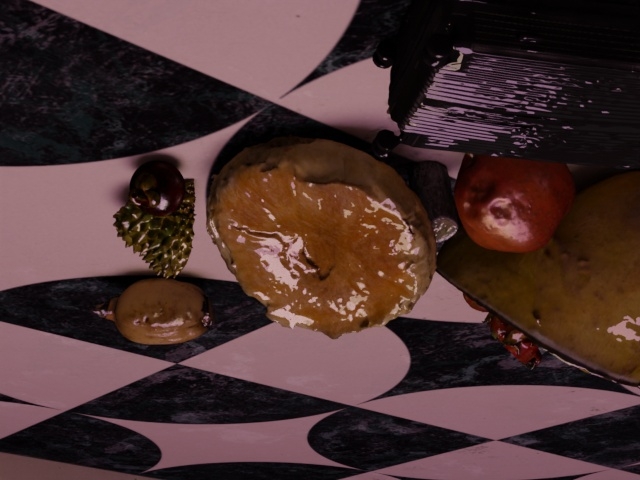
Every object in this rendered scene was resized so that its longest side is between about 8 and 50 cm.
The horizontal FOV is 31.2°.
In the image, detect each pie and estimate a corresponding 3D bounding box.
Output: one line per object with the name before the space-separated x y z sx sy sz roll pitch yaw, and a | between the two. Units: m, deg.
pie | 0.000 0.000 1.594 0.340 0.083 0.339 10 127 14

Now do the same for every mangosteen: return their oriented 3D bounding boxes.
mangosteen | -0.229 -0.070 1.611 0.081 0.081 0.081 1 156 0

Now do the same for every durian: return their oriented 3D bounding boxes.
durian | -0.257 -0.007 1.709 0.108 0.119 0.187 6 157 -22

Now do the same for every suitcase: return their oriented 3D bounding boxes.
suitcase | 0.243 -0.188 1.250 0.335 0.152 0.229 5 157 -11

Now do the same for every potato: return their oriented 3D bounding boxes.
potato | 0.398 0.010 1.662 0.290 0.397 0.296 15 108 -43

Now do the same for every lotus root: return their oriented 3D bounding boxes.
lotus root | -0.294 0.123 2.008 0.221 0.118 0.125 2 124 3

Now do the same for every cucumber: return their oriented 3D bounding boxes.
cucumber | 0.156 -0.053 1.610 0.064 0.111 0.064 -4 151 -2

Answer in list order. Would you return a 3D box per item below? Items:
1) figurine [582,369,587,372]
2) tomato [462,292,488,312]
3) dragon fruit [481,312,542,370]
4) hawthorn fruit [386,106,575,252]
figurine | 0.478 0.098 1.883 0.192 0.167 0.256 23 127 -17
tomato | 0.282 0.078 1.936 0.087 0.075 0.087 8 115 17
dragon fruit | 0.364 0.163 2.079 0.138 0.142 0.175 38 126 -1
hawthorn fruit | 0.212 -0.105 1.512 0.165 0.165 0.285 -23 123 41
